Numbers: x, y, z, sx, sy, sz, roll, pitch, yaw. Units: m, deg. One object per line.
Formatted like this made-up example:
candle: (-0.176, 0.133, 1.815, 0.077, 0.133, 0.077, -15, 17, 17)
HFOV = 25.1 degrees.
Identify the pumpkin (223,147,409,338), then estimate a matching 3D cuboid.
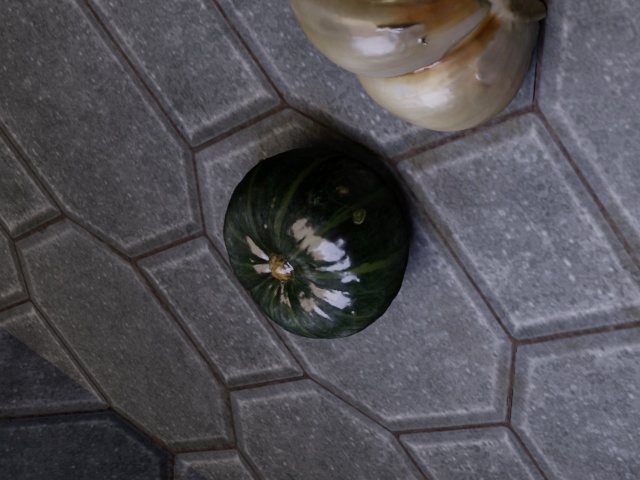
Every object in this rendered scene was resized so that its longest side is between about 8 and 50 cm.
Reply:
pumpkin: (0.000, 0.000, 2.130, 0.300, 0.207, 0.300, 26, 129, 36)

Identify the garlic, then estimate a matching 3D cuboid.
garlic: (0.101, -0.269, 1.714, 0.313, 0.286, 0.249, 12, 90, 38)
